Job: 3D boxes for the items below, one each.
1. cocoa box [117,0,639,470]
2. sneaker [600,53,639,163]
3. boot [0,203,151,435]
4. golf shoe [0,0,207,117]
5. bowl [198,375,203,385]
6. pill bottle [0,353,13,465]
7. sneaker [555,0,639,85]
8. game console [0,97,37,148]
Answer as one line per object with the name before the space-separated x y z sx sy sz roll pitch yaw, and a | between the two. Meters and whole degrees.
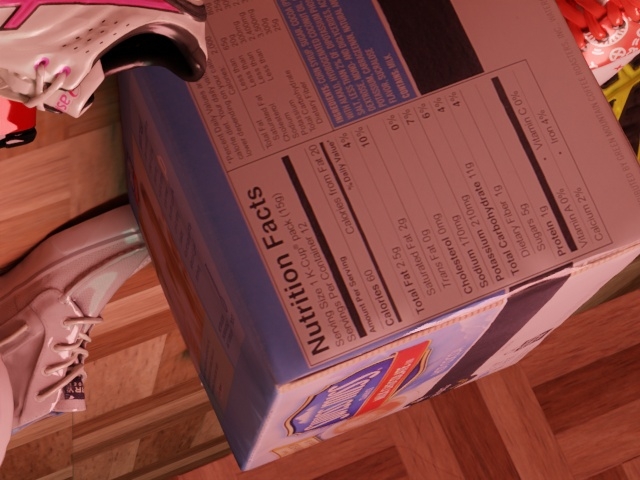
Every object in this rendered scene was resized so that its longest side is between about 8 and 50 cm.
cocoa box | 0.016 -0.017 0.869 0.228 0.231 0.347 -22 167 -12
sneaker | 0.243 -0.126 1.141 0.384 0.145 0.147 -15 -165 -42
boot | -0.199 0.074 1.094 0.258 0.123 0.095 -30 166 27
golf shoe | -0.135 -0.095 0.625 0.186 0.086 0.067 -16 166 -27
bowl | -0.079 0.127 1.681 0.142 0.053 0.142 -25 167 8
pill bottle | -0.356 0.121 0.910 0.169 0.169 0.301 -29 167 23
sneaker | 0.197 -0.171 0.903 0.270 0.090 0.145 -28 166 5
game console | -0.225 -0.076 0.702 0.144 0.085 0.124 -16 134 -31
